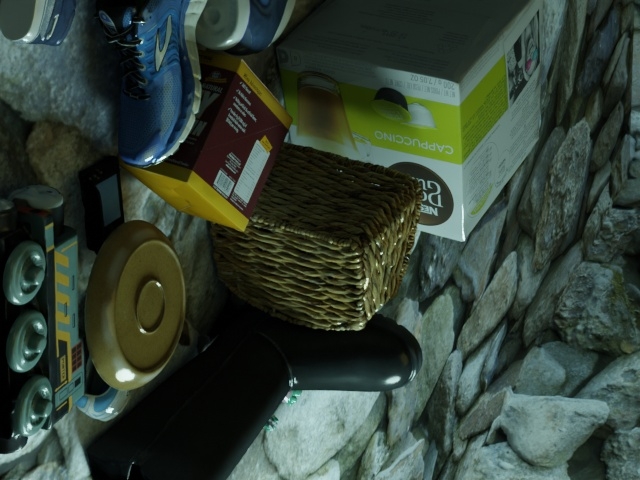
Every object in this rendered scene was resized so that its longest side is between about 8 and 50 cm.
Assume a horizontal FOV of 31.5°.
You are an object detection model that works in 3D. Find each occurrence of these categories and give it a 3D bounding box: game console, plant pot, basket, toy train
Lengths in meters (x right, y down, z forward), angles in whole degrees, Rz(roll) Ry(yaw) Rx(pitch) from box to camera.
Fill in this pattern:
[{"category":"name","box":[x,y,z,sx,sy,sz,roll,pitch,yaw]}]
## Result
[{"category":"game console","box":[-0.287,-0.039,1.554,0.107,0.071,0.122,-38,137,-48]},{"category":"plant pot","box":[-0.245,0.090,1.565,0.236,0.032,0.236,3,90,-66]},{"category":"basket","box":[0.000,0.000,1.863,0.223,0.299,0.213,-46,142,-42]},{"category":"toy train","box":[-0.374,0.094,1.411,0.190,0.142,0.334,-47,142,-64]}]

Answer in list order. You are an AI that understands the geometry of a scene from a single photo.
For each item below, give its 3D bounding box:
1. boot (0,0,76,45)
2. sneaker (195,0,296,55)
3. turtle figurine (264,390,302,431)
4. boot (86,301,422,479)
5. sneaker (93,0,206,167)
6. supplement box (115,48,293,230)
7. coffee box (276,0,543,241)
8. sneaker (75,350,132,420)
[{"category":"boot","box":[-0.322,-0.324,1.345,0.086,0.069,0.190,-12,123,-68]},{"category":"sneaker","box":[-0.108,-0.429,1.635,0.236,0.130,0.323,-29,124,-69]},{"category":"turtle figurine","box":[-0.075,0.245,2.067,0.175,0.118,0.234,-55,169,2]},{"category":"boot","box":[-0.095,0.269,1.782,0.445,0.367,0.146,-41,128,-46]},{"category":"sneaker","box":[-0.239,-0.261,1.491,0.147,0.129,0.330,-3,101,-50]},{"category":"supplement box","box":[-0.164,-0.148,1.658,0.194,0.129,0.191,-67,152,-12]},{"category":"coffee box","box":[0.169,-0.254,1.995,0.338,0.337,0.334,-50,145,-38]},{"category":"sneaker","box":[-0.285,0.146,1.655,0.086,0.085,0.237,49,58,-51]}]
